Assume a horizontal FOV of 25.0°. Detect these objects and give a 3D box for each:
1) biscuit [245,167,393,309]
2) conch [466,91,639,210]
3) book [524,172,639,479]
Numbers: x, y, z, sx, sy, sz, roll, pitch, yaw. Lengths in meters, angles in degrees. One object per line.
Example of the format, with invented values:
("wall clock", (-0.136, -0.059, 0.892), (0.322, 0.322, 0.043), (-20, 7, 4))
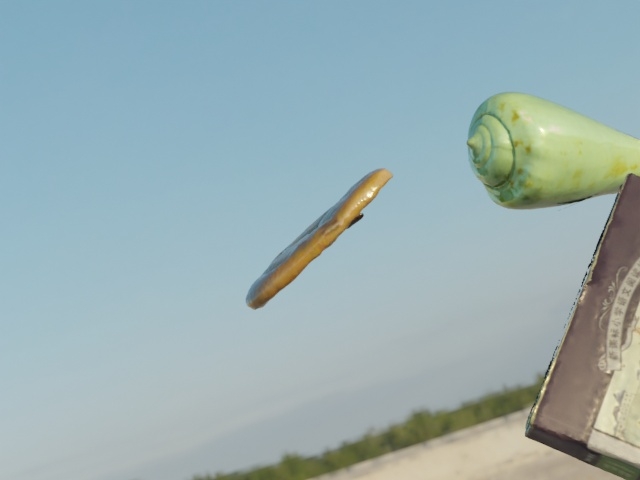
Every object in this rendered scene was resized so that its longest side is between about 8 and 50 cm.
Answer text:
("biscuit", (-0.003, -0.004, 1.807), (0.260, 0.041, 0.203), (-43, -1, 27))
("conch", (0.274, -0.100, 1.720), (0.251, 0.137, 0.143), (2, -39, -44))
("book", (0.236, 0.072, 0.721), (0.231, 0.157, 0.026), (22, -25, 7))
